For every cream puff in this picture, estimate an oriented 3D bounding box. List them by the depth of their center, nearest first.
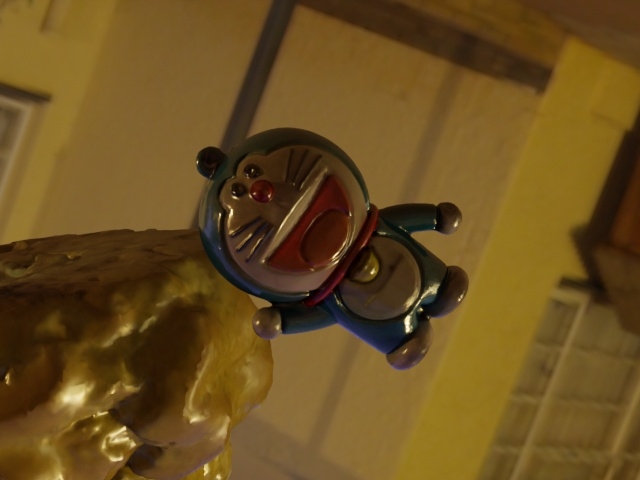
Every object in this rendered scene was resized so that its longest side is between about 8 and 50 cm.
[{"bbox_3d":[-0.182,0.131,1.050,0.324,0.257,0.291,-3,-166,29],"label":"cream puff"}]

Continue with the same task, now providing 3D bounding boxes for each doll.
[{"bbox_3d":[0.000,0.000,0.778,0.152,0.114,0.085,38,173,-11],"label":"doll"}]
